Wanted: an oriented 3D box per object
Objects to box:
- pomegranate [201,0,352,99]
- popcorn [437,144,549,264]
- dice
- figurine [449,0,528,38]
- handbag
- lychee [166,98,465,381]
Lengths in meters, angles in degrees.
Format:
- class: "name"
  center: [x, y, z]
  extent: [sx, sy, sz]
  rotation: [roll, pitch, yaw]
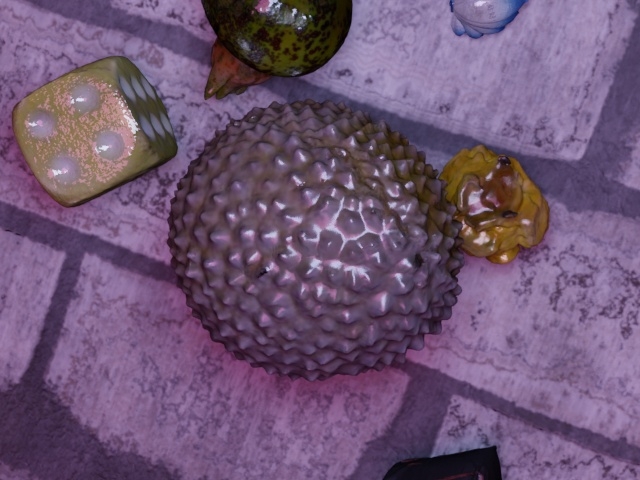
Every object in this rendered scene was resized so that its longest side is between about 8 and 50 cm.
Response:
- class: "pomegranate"
  center: [-0.059, -0.301, 1.668]
  extent: [0.204, 0.222, 0.276]
  rotation: [2, 132, 1]
- class: "popcorn"
  center: [0.233, -0.047, 1.688]
  extent: [0.167, 0.152, 0.148]
  rotation: [36, 75, 3]
- class: "dice"
  center: [-0.315, -0.153, 1.730]
  extent: [0.169, 0.169, 0.166]
  rotation: [-26, 95, 12]
- class: "figurine"
  center: [0.229, -0.326, 1.673]
  extent: [0.114, 0.079, 0.114]
  rotation: [-1, 114, -2]
- class: "handbag"
  center: [0.188, 0.409, 1.755]
  extent: [0.169, 0.155, 0.215]
  rotation: [-12, 98, 24]
- class: "lychee"
  center: [0.000, 0.000, 1.608]
  extent: [0.432, 0.380, 0.380]
  rotation: [1, 102, 50]
